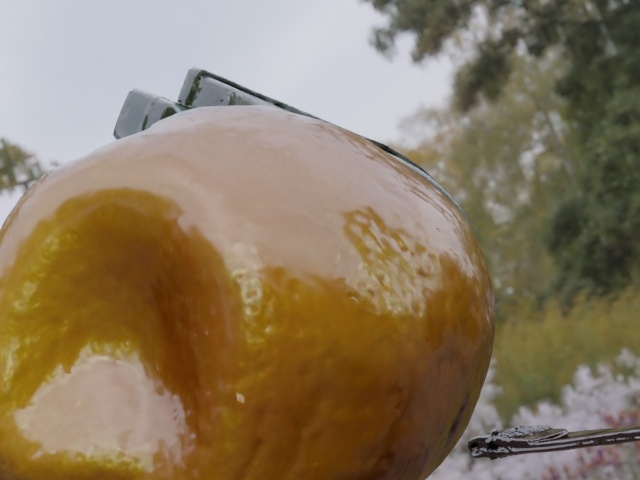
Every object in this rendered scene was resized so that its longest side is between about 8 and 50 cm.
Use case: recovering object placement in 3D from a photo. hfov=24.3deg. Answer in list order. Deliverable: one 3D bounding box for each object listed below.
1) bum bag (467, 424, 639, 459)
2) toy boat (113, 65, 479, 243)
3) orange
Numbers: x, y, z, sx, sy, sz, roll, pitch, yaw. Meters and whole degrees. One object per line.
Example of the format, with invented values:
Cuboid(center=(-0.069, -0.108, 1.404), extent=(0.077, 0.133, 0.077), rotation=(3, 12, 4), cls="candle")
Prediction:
Cuboid(center=(0.217, 0.168, 1.286), extent=(0.159, 0.026, 0.109), rotation=(-10, -7, 24), cls="bum bag")
Cuboid(center=(0.000, 0.000, 0.927), extent=(0.320, 0.141, 0.092), rotation=(19, 5, -44), cls="toy boat")
Cuboid(center=(-0.047, 0.034, 0.663), extent=(0.249, 0.183, 0.249), rotation=(-16, 4, 1), cls="orange")
